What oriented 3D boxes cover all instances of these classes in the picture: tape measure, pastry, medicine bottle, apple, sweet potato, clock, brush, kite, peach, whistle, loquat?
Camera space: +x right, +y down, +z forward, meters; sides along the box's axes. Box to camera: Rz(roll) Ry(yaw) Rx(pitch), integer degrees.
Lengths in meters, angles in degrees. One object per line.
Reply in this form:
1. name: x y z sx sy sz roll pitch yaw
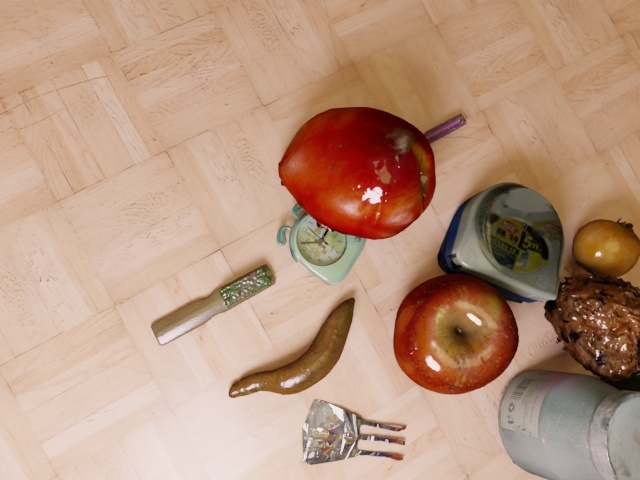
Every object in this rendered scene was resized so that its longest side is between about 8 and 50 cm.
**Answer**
1. tape measure: 0.444 0.000 1.121 0.259 0.138 0.262 22 81 -9
2. pastry: 0.647 0.187 1.079 0.192 0.275 0.275 -34 92 1
3. medicine bottle: 0.570 0.413 1.012 0.244 0.290 0.245 3 80 -17
4. apple: 0.287 0.203 1.039 0.251 0.206 0.272 36 76 5
5. sweet potato: -0.035 0.267 1.037 0.346 0.079 0.108 -34 63 -11
6. clock: 0.000 0.000 1.073 0.188 0.060 0.148 36 80 -5
7. brush: -0.229 0.138 1.025 0.282 0.048 0.054 -28 87 -11
8. kite: 0.078 0.446 1.068 0.245 0.015 0.141 10 85 -9
9. peach: 0.070 -0.145 1.024 0.338 0.281 0.281 5 82 28
10. whistle: 0.287 -0.266 1.169 0.176 0.033 0.033 -29 90 -13
11. loquat: 0.706 0.019 1.168 0.163 0.137 0.163 -1 83 6

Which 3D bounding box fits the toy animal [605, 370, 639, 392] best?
1. toy animal: 0.794 0.283 1.155 0.245 0.146 0.115 -43 112 -9
